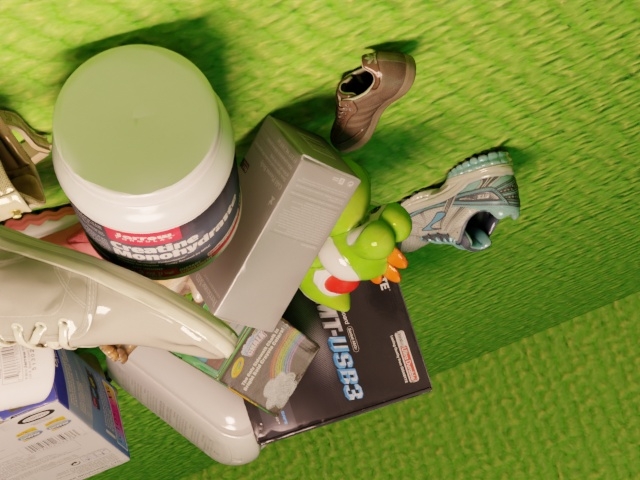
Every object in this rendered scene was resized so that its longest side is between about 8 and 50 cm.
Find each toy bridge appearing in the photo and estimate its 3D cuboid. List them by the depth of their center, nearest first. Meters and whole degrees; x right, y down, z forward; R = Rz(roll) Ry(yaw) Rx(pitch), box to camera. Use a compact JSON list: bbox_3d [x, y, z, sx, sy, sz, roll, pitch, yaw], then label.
[{"bbox_3d":[-0.358,-0.117,1.485,0.063,0.026,0.188,-29,159,29],"label":"toy bridge"}]

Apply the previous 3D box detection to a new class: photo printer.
[{"bbox_3d":[-0.219,0.261,2.338,0.107,0.307,0.256,-51,173,-19],"label":"photo printer"}]

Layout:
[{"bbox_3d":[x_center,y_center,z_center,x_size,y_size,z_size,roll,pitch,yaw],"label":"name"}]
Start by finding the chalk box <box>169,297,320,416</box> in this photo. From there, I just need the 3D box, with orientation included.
[{"bbox_3d":[-0.128,0.147,2.029,0.132,0.132,0.213,-58,137,-8],"label":"chalk box"}]

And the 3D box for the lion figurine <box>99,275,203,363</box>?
[{"bbox_3d":[-0.239,0.058,1.973,0.240,0.142,0.392,-44,-173,-8],"label":"lion figurine"}]

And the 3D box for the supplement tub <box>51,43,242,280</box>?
[{"bbox_3d":[-0.185,-0.079,1.498,0.191,0.191,0.272,-16,163,-5],"label":"supplement tub"}]

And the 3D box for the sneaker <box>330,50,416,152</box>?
[{"bbox_3d":[0.044,-0.175,1.681,0.071,0.066,0.188,10,146,-25],"label":"sneaker"}]

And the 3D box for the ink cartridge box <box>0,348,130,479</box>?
[{"bbox_3d":[-0.487,0.270,2.105,0.270,0.151,0.395,-22,155,2],"label":"ink cartridge box"}]

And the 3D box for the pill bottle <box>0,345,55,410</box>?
[{"bbox_3d":[-0.448,0.151,1.646,0.229,0.131,0.131,-9,161,-35],"label":"pill bottle"}]

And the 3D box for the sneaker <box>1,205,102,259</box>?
[{"bbox_3d":[-0.288,0.015,1.779,0.314,0.136,0.116,-20,164,4],"label":"sneaker"}]

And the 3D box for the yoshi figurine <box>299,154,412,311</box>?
[{"bbox_3d":[-0.008,-0.027,1.906,0.203,0.203,0.362,16,164,-24],"label":"yoshi figurine"}]

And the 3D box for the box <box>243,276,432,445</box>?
[{"bbox_3d":[-0.004,0.143,2.191,0.293,0.295,0.073,-17,177,0],"label":"box"}]

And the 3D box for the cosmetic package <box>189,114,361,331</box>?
[{"bbox_3d":[-0.064,-0.019,1.720,0.107,0.127,0.238,21,107,-35],"label":"cosmetic package"}]

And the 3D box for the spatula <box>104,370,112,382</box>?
[{"bbox_3d":[-0.487,0.316,2.687,0.296,0.030,0.084,-32,159,37],"label":"spatula"}]

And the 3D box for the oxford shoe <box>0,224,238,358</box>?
[{"bbox_3d":[-0.313,0.072,1.567,0.449,0.130,0.169,17,163,5],"label":"oxford shoe"}]

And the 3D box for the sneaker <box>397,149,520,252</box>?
[{"bbox_3d":[0.205,-0.029,2.163,0.110,0.122,0.283,-4,158,-36],"label":"sneaker"}]

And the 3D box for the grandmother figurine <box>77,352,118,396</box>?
[{"bbox_3d":[-0.478,0.293,2.505,0.208,0.104,0.342,12,155,-7],"label":"grandmother figurine"}]

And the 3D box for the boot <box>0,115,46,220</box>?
[{"bbox_3d":[-0.379,-0.001,1.436,0.204,0.262,0.095,-16,-157,5],"label":"boot"}]
